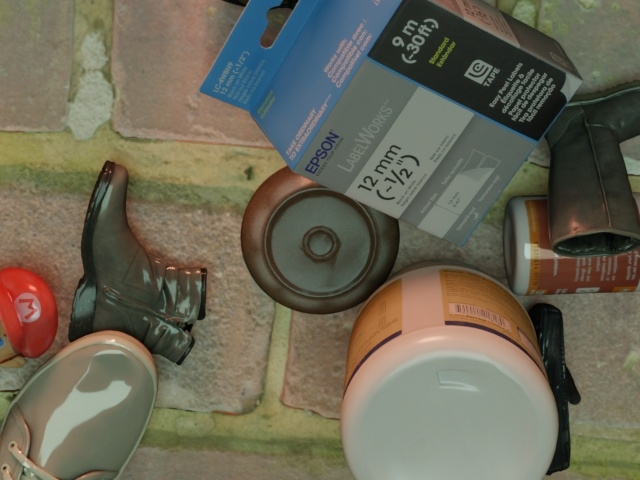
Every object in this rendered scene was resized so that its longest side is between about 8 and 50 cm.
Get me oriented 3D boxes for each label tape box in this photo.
[{"bbox_3d":[0.075,-0.170,1.392,0.348,0.115,0.249,22,119,-23],"label":"label tape box"}]

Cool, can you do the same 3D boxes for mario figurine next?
[{"bbox_3d":[-0.466,0.122,1.489,0.320,0.170,0.198,-19,137,11],"label":"mario figurine"}]

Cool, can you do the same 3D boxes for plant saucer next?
[{"bbox_3d":[0.000,0.000,1.541,0.198,0.036,0.198,0,103,-1],"label":"plant saucer"}]

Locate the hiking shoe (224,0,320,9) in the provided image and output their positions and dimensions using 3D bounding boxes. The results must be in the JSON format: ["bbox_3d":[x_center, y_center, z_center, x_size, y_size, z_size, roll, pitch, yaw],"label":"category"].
[{"bbox_3d":[-0.024,-0.301,1.432,0.227,0.114,0.086,3,102,-2],"label":"hiking shoe"}]

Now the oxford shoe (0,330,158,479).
[{"bbox_3d":[-0.352,0.302,1.541,0.169,0.130,0.449,38,103,-14],"label":"oxford shoe"}]

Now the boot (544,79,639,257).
[{"bbox_3d":[0.343,-0.083,1.443,0.189,0.208,0.076,-13,136,10],"label":"boot"}]

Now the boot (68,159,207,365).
[{"bbox_3d":[-0.212,0.027,1.530,0.161,0.083,0.246,9,110,-7],"label":"boot"}]

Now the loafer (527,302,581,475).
[{"bbox_3d":[0.286,0.186,1.571,0.078,0.076,0.223,-2,102,-15],"label":"loafer"}]

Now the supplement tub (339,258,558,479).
[{"bbox_3d":[0.141,0.158,1.427,0.228,0.316,0.228,1,107,4],"label":"supplement tub"}]

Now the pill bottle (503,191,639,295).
[{"bbox_3d":[0.334,0.004,1.501,0.216,0.121,0.121,-2,103,0],"label":"pill bottle"}]
